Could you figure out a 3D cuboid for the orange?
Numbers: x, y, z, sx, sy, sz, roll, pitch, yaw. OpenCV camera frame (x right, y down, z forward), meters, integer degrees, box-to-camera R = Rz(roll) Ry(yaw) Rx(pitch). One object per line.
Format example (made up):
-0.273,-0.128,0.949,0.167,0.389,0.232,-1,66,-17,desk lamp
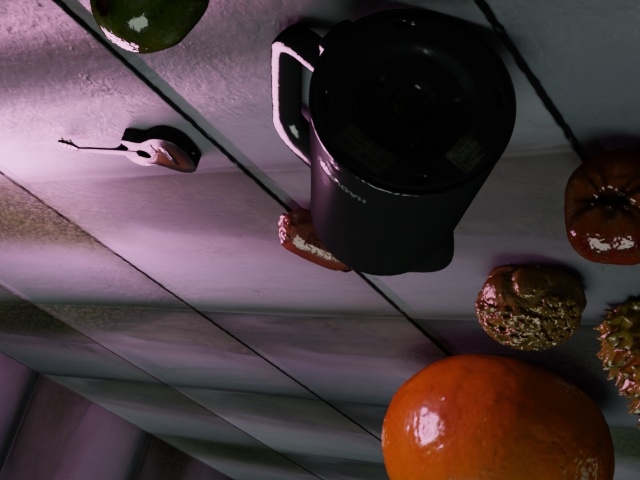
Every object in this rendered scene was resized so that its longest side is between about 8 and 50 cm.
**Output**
0.313,0.392,1.966,0.424,0.326,0.424,14,155,7,orange

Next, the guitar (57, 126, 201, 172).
-0.279,-0.133,1.568,0.233,0.025,0.088,6,155,26,guitar

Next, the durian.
0.485,0.177,1.606,0.195,0.186,0.305,49,170,26,durian

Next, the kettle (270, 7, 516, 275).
0.052,-0.095,1.208,0.262,0.203,0.308,14,160,2,kettle

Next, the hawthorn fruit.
0.344,-0.034,1.238,0.133,0.132,0.138,4,170,28,hawthorn fruit

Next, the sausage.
0.000,0.000,1.619,0.141,0.076,0.076,25,156,-20,sausage

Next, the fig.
-0.165,-0.242,1.128,0.123,0.123,0.156,6,167,24,fig

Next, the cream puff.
0.299,0.101,1.579,0.150,0.115,0.165,23,156,-23,cream puff
